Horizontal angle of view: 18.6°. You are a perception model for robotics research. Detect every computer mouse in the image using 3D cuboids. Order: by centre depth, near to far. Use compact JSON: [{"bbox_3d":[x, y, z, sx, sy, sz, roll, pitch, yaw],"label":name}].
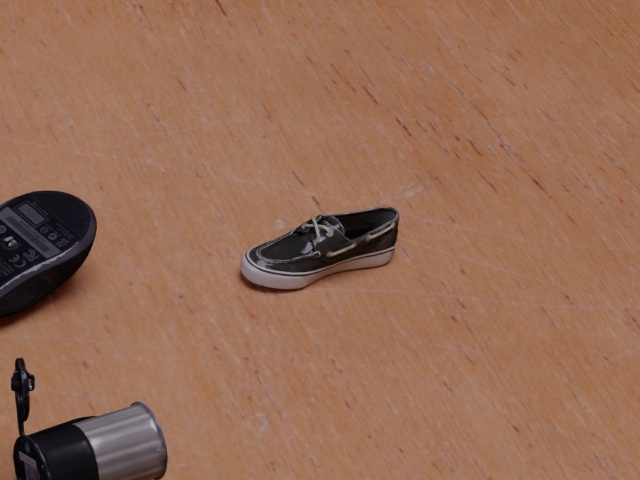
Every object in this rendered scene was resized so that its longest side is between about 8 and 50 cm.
[{"bbox_3d":[-0.374,0.034,2.204,0.272,0.072,0.188,-29,54,-29],"label":"computer mouse"}]

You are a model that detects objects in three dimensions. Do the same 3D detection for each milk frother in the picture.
[{"bbox_3d":[-0.241,0.183,1.966,0.134,0.143,0.129,-15,37,-32],"label":"milk frother"}]

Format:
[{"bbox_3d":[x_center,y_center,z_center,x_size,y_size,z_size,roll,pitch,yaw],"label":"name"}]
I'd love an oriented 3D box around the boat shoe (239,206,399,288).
[{"bbox_3d":[0.000,0.000,2.371,0.219,0.070,0.078,-14,43,-34],"label":"boat shoe"}]
